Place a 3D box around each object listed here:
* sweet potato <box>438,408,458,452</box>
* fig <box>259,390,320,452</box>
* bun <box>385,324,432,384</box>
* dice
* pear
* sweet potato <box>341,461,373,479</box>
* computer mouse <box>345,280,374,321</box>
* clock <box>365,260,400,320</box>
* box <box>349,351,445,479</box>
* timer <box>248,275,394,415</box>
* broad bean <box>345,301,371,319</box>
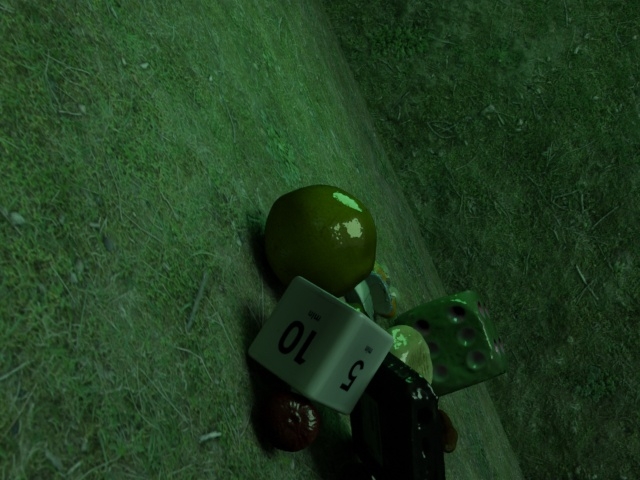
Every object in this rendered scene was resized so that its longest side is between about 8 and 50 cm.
[{"bbox_3d":[0.456,0.697,2.519,0.078,0.058,0.255,42,18,-8],"label":"sweet potato"},{"bbox_3d":[-0.049,0.350,1.378,0.153,0.119,0.119,16,53,-67],"label":"fig"},{"bbox_3d":[0.222,0.372,2.071,0.259,0.160,0.259,5,85,-57],"label":"bun"},{"bbox_3d":[0.465,0.372,2.516,0.330,0.318,0.322,15,53,-69],"label":"dice"},{"bbox_3d":[0.000,0.000,1.718,0.294,0.294,0.294,55,21,-33],"label":"pear"},{"bbox_3d":[0.083,0.597,1.489,0.085,0.112,0.285,24,38,-17],"label":"sweet potato"},{"bbox_3d":[0.127,0.178,2.187,0.229,0.068,0.113,64,19,-8],"label":"computer mouse"},{"bbox_3d":[0.200,0.161,2.366,0.231,0.103,0.144,69,16,-1],"label":"clock"},{"bbox_3d":[0.152,0.410,1.569,0.350,0.091,0.359,-151,-128,-63],"label":"box"},{"bbox_3d":[0.004,0.218,1.453,0.192,0.195,0.194,28,-8,35],"label":"timer"},{"bbox_3d":[0.103,0.240,2.037,0.174,0.082,0.124,47,26,-70],"label":"broad bean"}]
